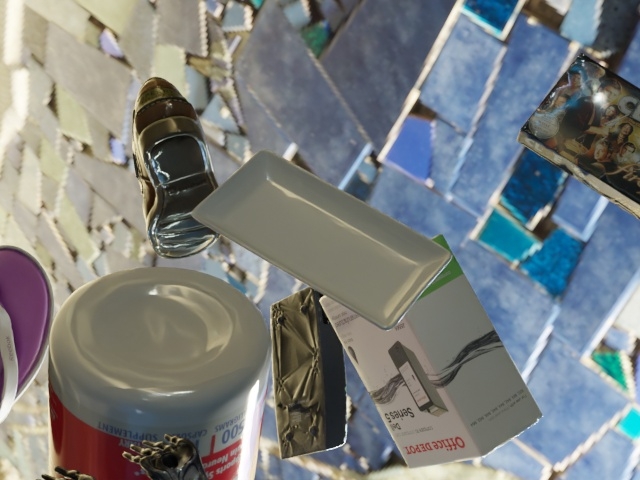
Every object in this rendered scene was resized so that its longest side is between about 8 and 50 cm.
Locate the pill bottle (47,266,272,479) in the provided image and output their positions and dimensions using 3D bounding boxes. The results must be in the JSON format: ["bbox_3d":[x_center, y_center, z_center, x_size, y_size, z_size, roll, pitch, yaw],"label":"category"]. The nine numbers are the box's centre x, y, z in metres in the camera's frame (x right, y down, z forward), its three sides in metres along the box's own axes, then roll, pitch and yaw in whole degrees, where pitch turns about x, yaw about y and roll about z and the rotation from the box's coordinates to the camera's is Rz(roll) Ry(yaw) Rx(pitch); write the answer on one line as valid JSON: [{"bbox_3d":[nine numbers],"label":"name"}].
[{"bbox_3d":[-0.186,0.250,1.201,0.229,0.229,0.407,-24,136,-38],"label":"pill bottle"}]

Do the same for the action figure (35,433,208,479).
[{"bbox_3d":[-0.120,0.280,0.821,0.164,0.141,0.275,-22,117,-27],"label":"action figure"}]

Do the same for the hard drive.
[{"bbox_3d":[-0.019,0.209,1.695,0.054,0.254,0.172,4,162,-28],"label":"hard drive"}]

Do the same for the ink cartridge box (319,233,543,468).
[{"bbox_3d":[0.141,0.154,1.428,0.115,0.272,0.198,-27,176,-28],"label":"ink cartridge box"}]

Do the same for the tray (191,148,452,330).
[{"bbox_3d":[0.000,0.000,1.225,0.145,0.270,0.030,-45,157,-37],"label":"tray"}]

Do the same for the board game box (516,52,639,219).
[{"bbox_3d":[0.436,-0.148,1.578,0.165,0.243,0.042,-51,166,-17],"label":"board game box"}]

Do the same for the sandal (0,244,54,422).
[{"bbox_3d":[-0.456,0.175,1.376,0.102,0.169,0.416,-33,-153,51],"label":"sandal"}]

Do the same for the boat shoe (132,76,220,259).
[{"bbox_3d":[-0.184,-0.089,1.394,0.111,0.104,0.307,-13,150,-14],"label":"boat shoe"}]
